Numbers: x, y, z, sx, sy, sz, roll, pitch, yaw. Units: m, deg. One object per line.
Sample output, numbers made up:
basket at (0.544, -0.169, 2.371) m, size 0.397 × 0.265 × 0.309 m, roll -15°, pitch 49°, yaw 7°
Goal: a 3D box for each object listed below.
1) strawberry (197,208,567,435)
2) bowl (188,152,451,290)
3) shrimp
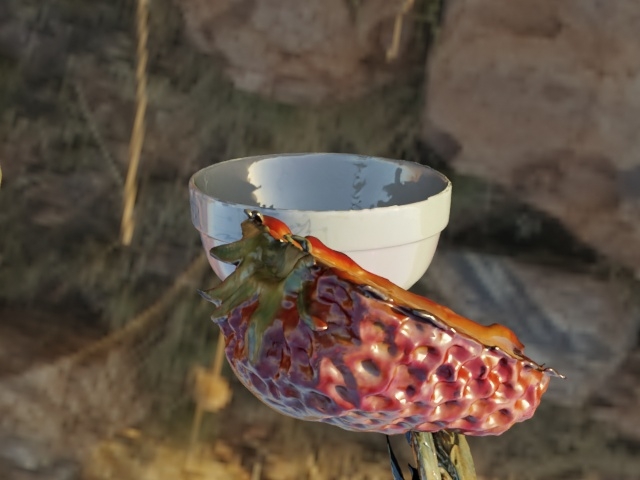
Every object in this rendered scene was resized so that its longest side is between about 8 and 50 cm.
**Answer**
strawberry at (0.029, 0.093, 1.537) m, size 0.253 × 0.150 × 0.280 m, roll 29°, pitch -178°, yaw 42°
bowl at (0.000, 0.000, 2.019) m, size 0.287 × 0.287 × 0.144 m, roll 2°, pitch 105°, yaw 11°
shrimp at (0.105, 0.199, 1.685) m, size 0.046 × 0.219 × 0.152 m, roll -21°, pitch 134°, yaw 17°
